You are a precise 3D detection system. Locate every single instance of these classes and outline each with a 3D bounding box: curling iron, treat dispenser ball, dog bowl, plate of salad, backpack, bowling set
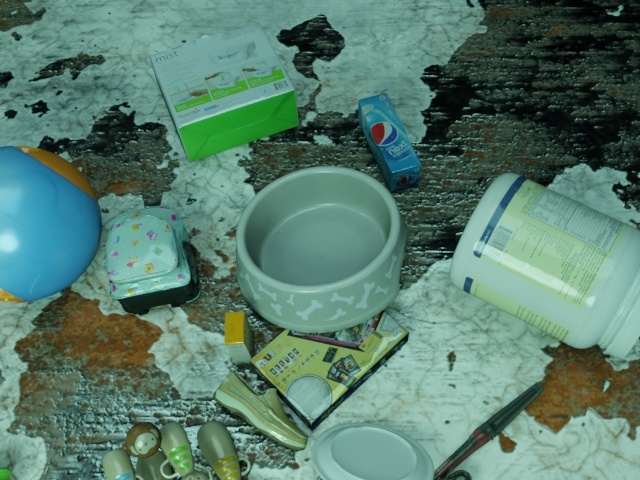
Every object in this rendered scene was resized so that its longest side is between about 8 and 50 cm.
[{"bbox_3d":[0.284,0.338,1.245,0.068,0.035,0.274,41,69,19],"label":"curling iron"},{"bbox_3d":[-0.551,-0.030,1.357,0.288,0.288,0.288,-1,58,2],"label":"treat dispenser ball"},{"bbox_3d":[0.000,0.000,1.392,0.349,0.102,0.348,-5,50,6],"label":"dog bowl"},{"bbox_3d":[0.083,0.361,1.192,0.200,0.048,0.200,6,20,-2],"label":"plate of salad"},{"bbox_3d":[-0.325,0.025,1.402,0.166,0.144,0.188,-13,56,1],"label":"backpack"},{"bbox_3d":[-0.258,0.384,1.151,0.287,0.200,0.154,-27,62,-9],"label":"bowling set"}]

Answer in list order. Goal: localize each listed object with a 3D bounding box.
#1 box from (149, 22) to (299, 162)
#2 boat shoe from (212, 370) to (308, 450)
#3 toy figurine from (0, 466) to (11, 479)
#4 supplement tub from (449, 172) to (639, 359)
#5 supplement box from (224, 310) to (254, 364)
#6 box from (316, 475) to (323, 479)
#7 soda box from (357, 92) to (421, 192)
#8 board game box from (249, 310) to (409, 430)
[{"bbox_3d":[-0.212,-0.331,1.623,0.262,0.126,0.231,-21,59,-10],"label":"box"},{"bbox_3d":[-0.094,0.285,1.264,0.190,0.068,0.072,28,81,18],"label":"boat shoe"},{"bbox_3d":[-0.529,0.475,1.162,0.173,0.130,0.159,-40,73,4],"label":"toy figurine"},{"bbox_3d":[0.419,0.045,1.302,0.325,0.235,0.235,28,64,18],"label":"supplement tub"},{"bbox_3d":[-0.144,0.176,1.324,0.036,0.098,0.062,-5,59,4],"label":"supplement box"},{"bbox_3d":[0.067,0.431,1.185,0.169,0.054,0.059,25,63,16],"label":"box"},{"bbox_3d":[0.143,-0.209,1.566,0.067,0.071,0.210,-16,59,-8],"label":"soda box"},{"bbox_3d":[0.017,0.199,1.337,0.243,0.042,0.165,-39,65,-19],"label":"board game box"}]
